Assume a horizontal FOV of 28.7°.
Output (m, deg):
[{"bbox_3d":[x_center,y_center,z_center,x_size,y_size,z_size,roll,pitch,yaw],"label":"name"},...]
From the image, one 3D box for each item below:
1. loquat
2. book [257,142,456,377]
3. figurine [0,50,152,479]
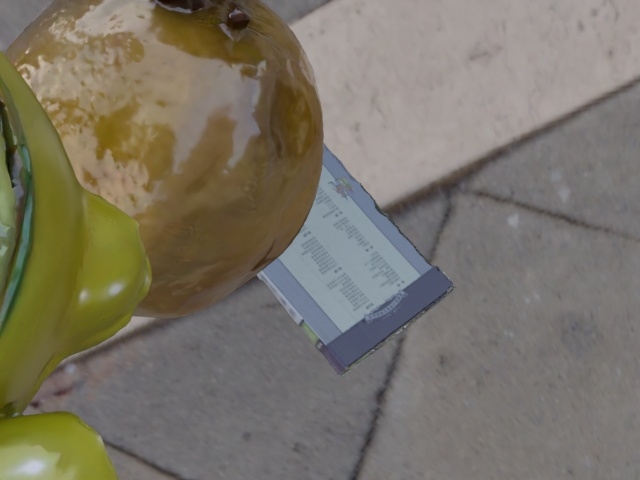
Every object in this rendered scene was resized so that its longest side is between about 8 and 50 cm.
[{"bbox_3d":[-0.110,-0.066,0.825,0.238,0.193,0.238,6,104,23],"label":"loquat"},{"bbox_3d":[0.000,0.001,1.177,0.157,0.026,0.231,-33,77,-34],"label":"book"},{"bbox_3d":[-0.237,0.031,0.419,0.340,0.231,0.323,-34,80,-28],"label":"figurine"}]
